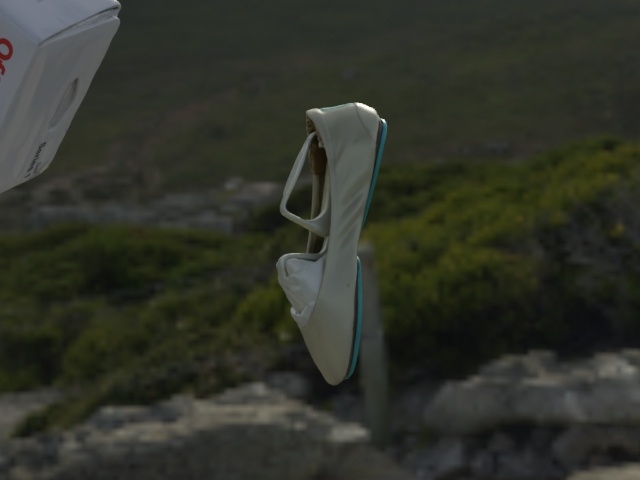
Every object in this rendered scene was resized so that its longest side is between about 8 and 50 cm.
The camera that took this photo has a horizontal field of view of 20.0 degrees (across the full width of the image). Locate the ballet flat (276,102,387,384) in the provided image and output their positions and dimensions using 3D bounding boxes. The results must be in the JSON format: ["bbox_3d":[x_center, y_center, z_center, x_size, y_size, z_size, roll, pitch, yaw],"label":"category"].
[{"bbox_3d":[0.000,0.000,1.590,0.086,0.248,0.086,7,-5,1],"label":"ballet flat"}]

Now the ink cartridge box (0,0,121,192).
[{"bbox_3d":[-0.334,-0.193,1.544,0.278,0.201,0.117,40,37,11],"label":"ink cartridge box"}]
